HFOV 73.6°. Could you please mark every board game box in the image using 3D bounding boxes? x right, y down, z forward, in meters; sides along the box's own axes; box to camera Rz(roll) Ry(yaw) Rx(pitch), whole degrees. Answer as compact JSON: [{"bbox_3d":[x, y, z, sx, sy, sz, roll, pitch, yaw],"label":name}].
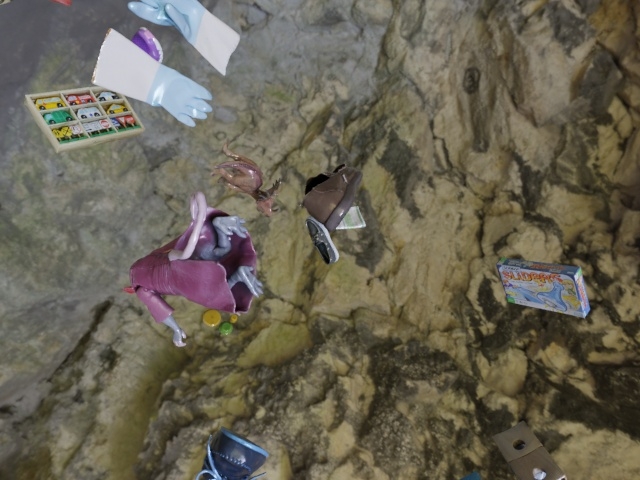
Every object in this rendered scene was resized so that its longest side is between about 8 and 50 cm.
[{"bbox_3d":[0.570,0.117,1.106,0.035,0.136,0.201,-39,-155,-27],"label":"board game box"}]

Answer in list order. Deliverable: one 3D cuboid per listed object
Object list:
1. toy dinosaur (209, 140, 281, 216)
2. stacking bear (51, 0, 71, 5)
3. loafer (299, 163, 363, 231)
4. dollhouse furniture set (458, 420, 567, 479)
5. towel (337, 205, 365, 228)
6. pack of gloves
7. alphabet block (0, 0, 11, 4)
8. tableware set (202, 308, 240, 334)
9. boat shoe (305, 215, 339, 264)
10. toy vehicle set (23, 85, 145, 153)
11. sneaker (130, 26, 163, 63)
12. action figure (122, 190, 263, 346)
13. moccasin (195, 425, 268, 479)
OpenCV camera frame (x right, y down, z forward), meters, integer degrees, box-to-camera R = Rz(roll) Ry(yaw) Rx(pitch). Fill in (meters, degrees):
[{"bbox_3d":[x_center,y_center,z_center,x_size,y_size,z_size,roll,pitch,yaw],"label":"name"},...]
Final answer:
[{"bbox_3d":[-0.218,-0.192,1.335,0.127,0.200,0.295,-58,169,-7],"label":"toy dinosaur"},{"bbox_3d":[-0.459,-0.537,0.624,0.164,0.176,0.288,-60,169,-76],"label":"stacking bear"},{"bbox_3d":[0.031,-0.154,1.204,0.133,0.130,0.366,-55,-173,21],"label":"loafer"},{"bbox_3d":[0.323,0.440,0.735,0.184,0.129,0.129,-30,-165,5],"label":"dollhouse furniture set"},{"bbox_3d":[0.083,-0.087,1.599,0.113,0.152,0.023,-108,-159,-44],"label":"towel"},{"bbox_3d":[-0.226,-0.299,0.698,0.046,0.232,0.195,23,-84,27],"label":"pack of gloves"},{"bbox_3d":[-0.713,-0.613,0.865,0.197,0.193,0.192,-44,-158,-28],"label":"alphabet block"},{"bbox_3d":[-0.293,0.184,1.172,0.104,0.154,0.024,-58,-174,-34],"label":"tableware set"},{"bbox_3d":[0.000,0.000,1.141,0.049,0.142,0.040,-30,-177,40],"label":"boat shoe"},{"bbox_3d":[-0.668,-0.357,1.233,0.035,0.166,0.267,-33,-179,42],"label":"toy vehicle set"},{"bbox_3d":[-0.544,-0.523,1.249,0.236,0.095,0.104,-17,-156,51],"label":"sneaker"},{"bbox_3d":[-0.320,0.081,0.943,0.370,0.276,0.248,-11,-119,24],"label":"action figure"},{"bbox_3d":[-0.190,0.497,0.932,0.116,0.138,0.342,-57,170,-32],"label":"moccasin"}]
